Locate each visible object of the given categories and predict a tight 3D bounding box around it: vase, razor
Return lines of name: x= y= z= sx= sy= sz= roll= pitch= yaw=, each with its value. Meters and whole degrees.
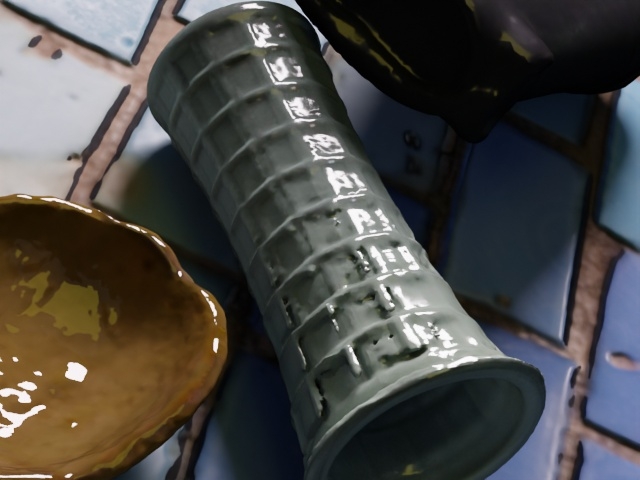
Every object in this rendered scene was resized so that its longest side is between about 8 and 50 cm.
vase: x=0.000 y=0.000 z=1.112 sx=0.143 sy=0.143 sz=0.299 roll=-4 pitch=51 yaw=-32
razor: x=0.112 y=-0.171 z=1.277 sx=0.204 sy=0.113 sz=0.349 roll=46 pitch=24 yaw=11

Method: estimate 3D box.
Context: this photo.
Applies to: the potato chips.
potato chips: x=-0.153 y=0.063 z=1.020 sx=0.195 sy=0.062 sz=0.208 roll=18 pitch=45 yaw=-5
